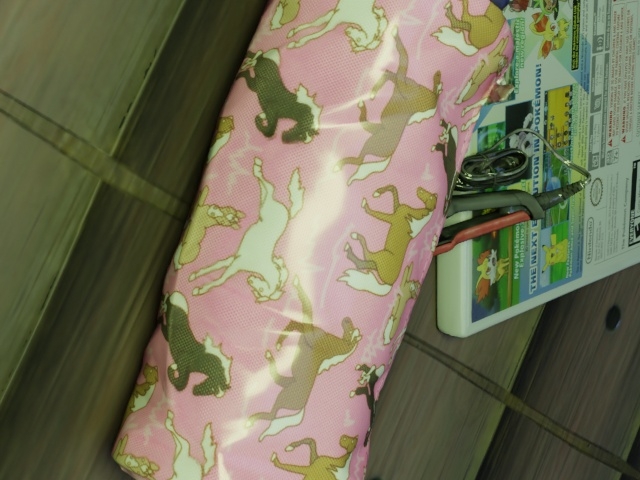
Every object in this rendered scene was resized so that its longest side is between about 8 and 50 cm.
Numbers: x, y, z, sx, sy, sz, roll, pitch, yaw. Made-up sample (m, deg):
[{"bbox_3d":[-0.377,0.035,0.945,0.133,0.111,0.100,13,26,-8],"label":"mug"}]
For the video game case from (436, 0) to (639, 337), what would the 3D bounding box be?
[{"bbox_3d":[0.208,-0.110,1.018,0.300,0.036,0.329,-17,113,-41],"label":"video game case"}]

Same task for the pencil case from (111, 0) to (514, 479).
[{"bbox_3d":[0.000,0.000,0.757,0.386,0.167,0.160,-70,158,-4],"label":"pencil case"}]

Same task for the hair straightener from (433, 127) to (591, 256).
[{"bbox_3d":[0.109,-0.038,0.892,0.230,0.047,0.089,-14,110,-21],"label":"hair straightener"}]
